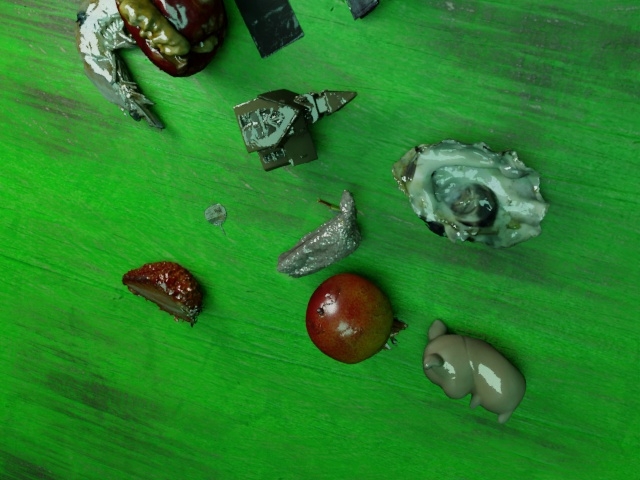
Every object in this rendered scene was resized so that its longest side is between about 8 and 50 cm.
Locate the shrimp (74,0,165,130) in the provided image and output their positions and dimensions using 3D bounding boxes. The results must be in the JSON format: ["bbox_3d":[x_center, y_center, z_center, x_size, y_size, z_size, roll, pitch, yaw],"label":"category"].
[{"bbox_3d":[-0.445,-0.430,1.498,0.246,0.085,0.361,-24,95,14],"label":"shrimp"}]

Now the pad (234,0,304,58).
[{"bbox_3d":[-0.125,-0.521,1.417,0.116,0.004,0.193,-22,100,21],"label":"pad"}]

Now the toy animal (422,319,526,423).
[{"bbox_3d":[0.350,0.301,1.448,0.250,0.166,0.154,24,102,0],"label":"toy animal"}]

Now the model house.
[{"bbox_3d":[-0.030,-0.261,1.372,0.248,0.181,0.176,-14,102,20],"label":"model house"}]

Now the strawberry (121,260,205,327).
[{"bbox_3d":[-0.389,0.113,1.631,0.236,0.107,0.175,35,148,4],"label":"strawberry"}]

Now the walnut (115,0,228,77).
[{"bbox_3d":[-0.336,-0.496,1.354,0.269,0.244,0.222,47,132,7],"label":"walnut"}]

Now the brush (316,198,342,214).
[{"bbox_3d":[0.027,-0.077,1.498,0.083,0.019,0.021,20,120,7],"label":"brush"}]

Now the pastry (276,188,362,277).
[{"bbox_3d":[0.012,0.007,1.475,0.112,0.103,0.265,41,121,-10],"label":"pastry"}]

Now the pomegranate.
[{"bbox_3d":[0.079,0.182,1.465,0.235,0.210,0.210,12,111,-15],"label":"pomegranate"}]

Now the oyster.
[{"bbox_3d":[0.318,-0.111,1.365,0.351,0.115,0.238,18,118,15],"label":"oyster"}]

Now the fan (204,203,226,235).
[{"bbox_3d":[-0.255,-0.059,1.588,0.080,0.003,0.060,41,113,1],"label":"fan"}]

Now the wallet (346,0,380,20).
[{"bbox_3d":[0.072,-0.550,1.306,0.030,0.111,0.166,-26,100,-20],"label":"wallet"}]
